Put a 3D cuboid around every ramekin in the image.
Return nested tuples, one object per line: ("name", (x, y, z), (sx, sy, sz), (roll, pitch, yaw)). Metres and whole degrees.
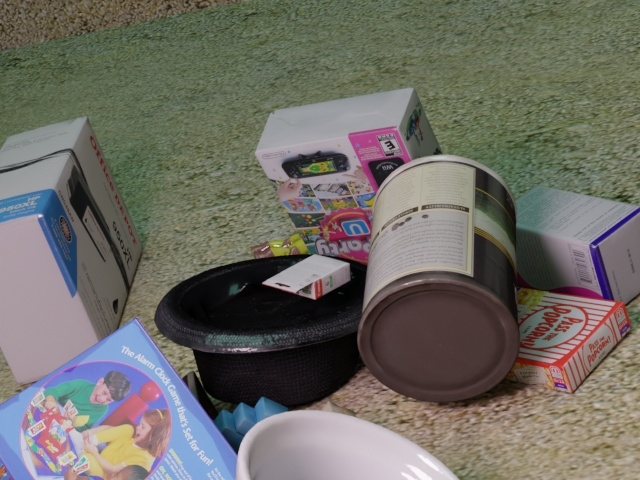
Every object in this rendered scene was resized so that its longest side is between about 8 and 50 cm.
("ramekin", (0.024, 0.316, 1.622), (0.277, 0.135, 0.277), (18, 25, -8))

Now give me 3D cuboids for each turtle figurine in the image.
("turtle figurine", (0.000, 0.000, 2.463), (0.217, 0.087, 0.269), (-23, 25, -4))

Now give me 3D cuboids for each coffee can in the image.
("coffee can", (0.158, 0.045, 2.000), (0.201, 0.201, 0.275), (-13, 35, 16))

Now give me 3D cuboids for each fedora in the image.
("fedora", (-0.058, 0.138, 2.128), (0.334, 0.152, 0.334), (-4, 21, 2))

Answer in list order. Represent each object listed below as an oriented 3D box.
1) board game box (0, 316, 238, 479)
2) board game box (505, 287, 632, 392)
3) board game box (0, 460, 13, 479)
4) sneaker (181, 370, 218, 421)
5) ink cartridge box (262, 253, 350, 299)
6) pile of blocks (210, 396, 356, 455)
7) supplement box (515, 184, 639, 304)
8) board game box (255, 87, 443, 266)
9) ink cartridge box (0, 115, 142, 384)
("board game box", (-0.220, 0.291, 1.819), (0.233, 0.078, 0.347), (-33, 62, -13))
("board game box", (0.291, 0.128, 2.029), (0.193, 0.045, 0.147), (7, 38, 46))
("board game box", (-0.441, 0.359, 2.069), (0.145, 0.027, 0.281), (11, 38, 10))
("sneaker", (-0.206, 0.260, 2.107), (0.118, 0.083, 0.222), (-26, 21, 4))
("ink cartridge box", (-0.019, 0.056, 2.082), (0.063, 0.029, 0.115), (14, 29, 38))
("pile of blocks", (-0.124, 0.289, 1.907), (0.362, 0.149, 0.112), (-21, 28, 1))
("supplement box", (0.355, 0.008, 2.145), (0.114, 0.111, 0.220), (-34, 28, -27))
("board game box", (0.073, -0.061, 2.194), (0.224, 0.303, 0.097), (-7, 43, 26))
("ink cartridge box", (-0.445, 0.006, 2.560), (0.166, 0.285, 0.395), (-15, 26, 10))
